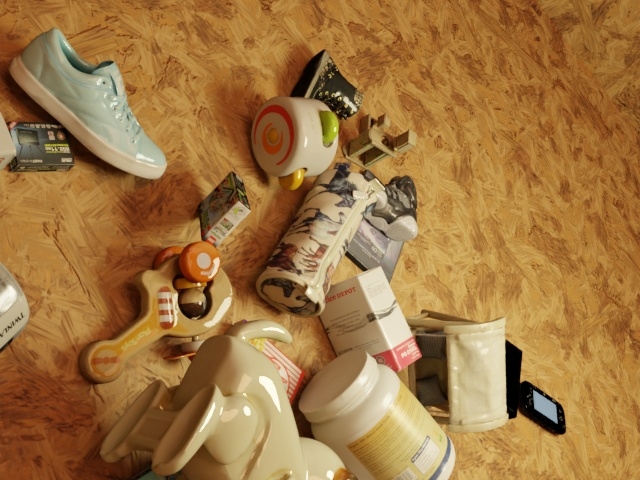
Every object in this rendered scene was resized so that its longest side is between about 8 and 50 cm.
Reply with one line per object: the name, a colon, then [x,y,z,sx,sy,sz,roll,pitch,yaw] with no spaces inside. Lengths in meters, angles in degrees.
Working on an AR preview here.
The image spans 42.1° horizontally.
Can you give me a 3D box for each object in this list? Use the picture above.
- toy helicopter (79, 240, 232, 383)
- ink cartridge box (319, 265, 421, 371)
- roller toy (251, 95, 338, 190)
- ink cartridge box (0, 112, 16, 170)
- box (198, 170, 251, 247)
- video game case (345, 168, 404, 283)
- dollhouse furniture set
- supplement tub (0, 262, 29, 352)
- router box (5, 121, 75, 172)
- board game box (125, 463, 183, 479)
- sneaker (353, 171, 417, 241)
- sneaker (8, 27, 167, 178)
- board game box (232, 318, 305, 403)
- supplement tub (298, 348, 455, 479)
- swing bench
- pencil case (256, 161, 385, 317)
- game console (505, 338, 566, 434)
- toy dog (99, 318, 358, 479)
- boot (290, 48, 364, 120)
toy helicopter: [-0.313,0.173,1.642,0.355,0.140,0.235,-38,108,-35]
ink cartridge box: [0.105,0.200,1.957,0.100,0.172,0.237,-22,86,-46]
roller toy: [-0.069,-0.245,1.989,0.146,0.209,0.191,-4,39,-44]
ink cartridge box: [-0.654,-0.145,1.424,0.208,0.153,0.087,-17,82,-47]
box: [-0.206,-0.068,1.759,0.036,0.114,0.207,41,9,-22]
video game case: [0.146,-0.033,2.210,0.196,0.026,0.274,42,49,-21]
dollhouse furniture set: [0.159,-0.304,2.231,0.101,0.182,0.161,26,56,-32]
supplement tub: [-0.629,0.167,1.264,0.207,0.207,0.338,49,46,-14]
router box: [-0.549,-0.182,1.619,0.122,0.038,0.092,-7,77,-44]
board game box: [-0.289,0.546,1.500,0.336,0.079,0.254,-25,89,-46]
sneaker: [0.163,-0.123,2.182,0.268,0.101,0.153,40,48,-31]
sneaker: [-0.432,-0.272,1.664,0.366,0.150,0.135,39,19,-24]
board game box: [-0.137,0.286,1.783,0.193,0.045,0.147,44,48,-20]
supplement tub: [0.122,0.417,1.834,0.316,0.228,0.228,51,45,-14]
swing bench: [0.304,0.308,1.986,0.165,0.254,0.253,-9,98,-44]
pencil case: [0.000,0.000,1.946,0.160,0.183,0.410,45,48,-19]
game console: [0.593,0.435,2.399,0.361,0.044,0.213,35,51,-27]
toy dog: [-0.123,0.386,1.491,0.408,0.284,0.395,50,49,-23]
boot: [0.022,-0.377,2.209,0.178,0.085,0.236,42,48,-24]
